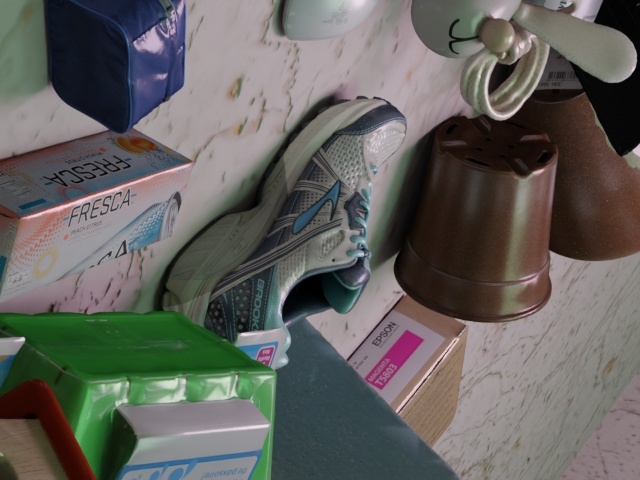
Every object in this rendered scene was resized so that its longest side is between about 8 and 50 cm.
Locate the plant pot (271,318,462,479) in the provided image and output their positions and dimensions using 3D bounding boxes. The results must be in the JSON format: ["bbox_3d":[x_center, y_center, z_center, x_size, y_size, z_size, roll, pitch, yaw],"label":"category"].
[{"bbox_3d":[-0.062,0.260,1.361,0.252,0.247,0.248,-27,145,-30],"label":"plant pot"}]

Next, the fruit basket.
[{"bbox_3d":[-0.162,0.227,1.066,0.327,0.165,0.353,4,103,-52],"label":"fruit basket"}]

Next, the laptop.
[{"bbox_3d":[0.313,-0.261,1.515,0.264,0.234,0.136,-39,137,24],"label":"laptop"}]

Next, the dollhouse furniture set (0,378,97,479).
[{"bbox_3d":[-0.229,0.167,0.857,0.259,0.262,0.135,-30,170,20],"label":"dollhouse furniture set"}]

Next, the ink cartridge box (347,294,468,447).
[{"bbox_3d":[0.063,0.205,1.776,0.234,0.088,0.193,-46,154,-32],"label":"ink cartridge box"}]

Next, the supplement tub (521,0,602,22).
[{"bbox_3d":[0.227,-0.296,1.443,0.117,0.117,0.190,-24,140,-57],"label":"supplement tub"}]

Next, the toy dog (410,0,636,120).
[{"bbox_3d":[0.251,-0.224,1.303,0.333,0.161,0.220,-45,140,-5],"label":"toy dog"}]

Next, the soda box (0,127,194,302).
[{"bbox_3d":[-0.158,-0.020,1.001,0.183,0.058,0.063,-24,139,-57],"label":"soda box"}]

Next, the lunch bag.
[{"bbox_3d":[-0.117,-0.117,0.952,0.065,0.067,0.098,-44,155,-36],"label":"lunch bag"}]

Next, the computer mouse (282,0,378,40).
[{"bbox_3d":[0.039,-0.203,1.237,0.193,0.042,0.106,-42,154,-40],"label":"computer mouse"}]

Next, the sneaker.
[{"bbox_3d":[0.000,0.000,1.304,0.283,0.122,0.110,-49,157,-27],"label":"sneaker"}]

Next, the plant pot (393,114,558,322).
[{"bbox_3d":[0.168,-0.029,1.622,0.167,0.167,0.165,-36,142,-48],"label":"plant pot"}]

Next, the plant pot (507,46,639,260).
[{"bbox_3d":[0.286,-0.126,1.727,0.215,0.215,0.230,-54,145,-15],"label":"plant pot"}]
